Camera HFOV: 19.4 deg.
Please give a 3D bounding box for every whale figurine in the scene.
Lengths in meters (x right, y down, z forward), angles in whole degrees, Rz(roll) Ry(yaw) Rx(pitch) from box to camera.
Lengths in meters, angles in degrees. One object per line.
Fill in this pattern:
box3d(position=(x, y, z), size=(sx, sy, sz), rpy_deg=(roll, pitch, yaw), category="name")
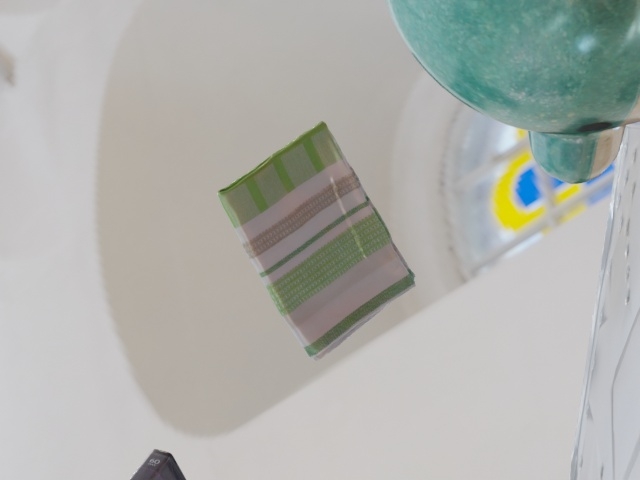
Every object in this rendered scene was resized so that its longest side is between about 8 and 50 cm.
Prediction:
box3d(position=(0.082, -0.129, 0.882), size=(0.141, 0.272, 0.216), rpy_deg=(-11, -89, -13), category="whale figurine")

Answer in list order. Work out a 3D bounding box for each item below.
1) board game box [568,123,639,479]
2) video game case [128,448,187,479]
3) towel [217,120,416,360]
box3d(position=(0.244, 0.117, 1.335), size=(0.050, 0.390, 0.390), rpy_deg=(7, -85, -1), category="board game box")
box3d(position=(-0.160, 0.321, 1.404), size=(0.274, 0.026, 0.196), rpy_deg=(-51, -46, -32), category="video game case")
box3d(position=(0.000, 0.000, 1.418), size=(0.113, 0.023, 0.152), rpy_deg=(-37, -72, -26), category="towel")
